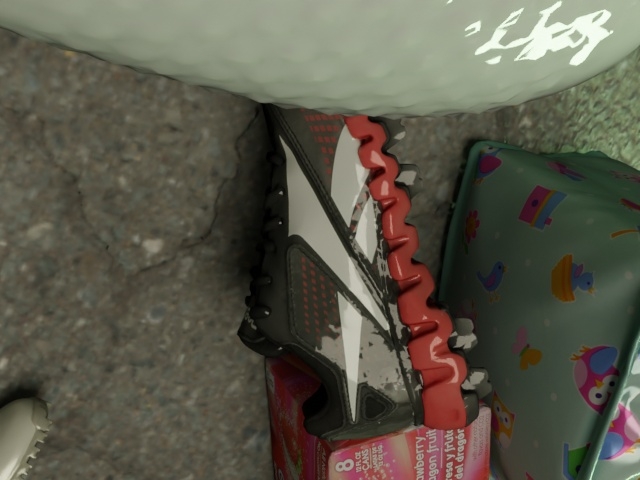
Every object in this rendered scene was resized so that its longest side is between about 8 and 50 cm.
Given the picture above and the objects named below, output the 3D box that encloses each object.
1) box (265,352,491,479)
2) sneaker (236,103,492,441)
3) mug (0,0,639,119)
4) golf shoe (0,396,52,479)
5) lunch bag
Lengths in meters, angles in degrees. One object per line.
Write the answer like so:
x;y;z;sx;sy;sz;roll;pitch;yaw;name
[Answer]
0.042;0.208;0.714;0.123;0.128;0.256;-12;118;-19;box
0.000;0.000;0.583;0.135;0.097;0.276;-19;94;-3;sneaker
0.012;-0.241;0.437;0.328;0.276;0.374;13;75;-29;mug
-0.251;0.151;0.595;0.176;0.069;0.086;-41;117;-3;golf shoe
0.181;0.090;0.665;0.160;0.223;0.262;2;112;-25;lunch bag
